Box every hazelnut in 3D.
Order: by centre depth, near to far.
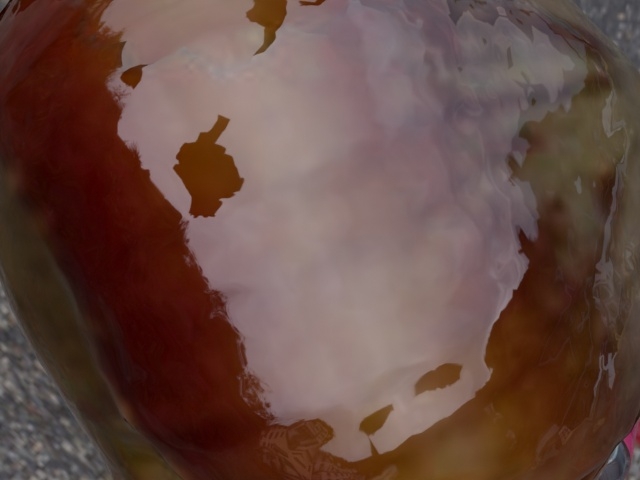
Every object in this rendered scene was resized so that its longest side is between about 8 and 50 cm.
[{"bbox_3d":[0.000,0.000,0.786,0.359,0.359,0.409,-34,97,-7],"label":"hazelnut"}]

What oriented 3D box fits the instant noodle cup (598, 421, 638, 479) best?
[{"bbox_3d":[0.156,0.111,1.176,0.302,0.258,0.181,-12,47,29],"label":"instant noodle cup"}]
